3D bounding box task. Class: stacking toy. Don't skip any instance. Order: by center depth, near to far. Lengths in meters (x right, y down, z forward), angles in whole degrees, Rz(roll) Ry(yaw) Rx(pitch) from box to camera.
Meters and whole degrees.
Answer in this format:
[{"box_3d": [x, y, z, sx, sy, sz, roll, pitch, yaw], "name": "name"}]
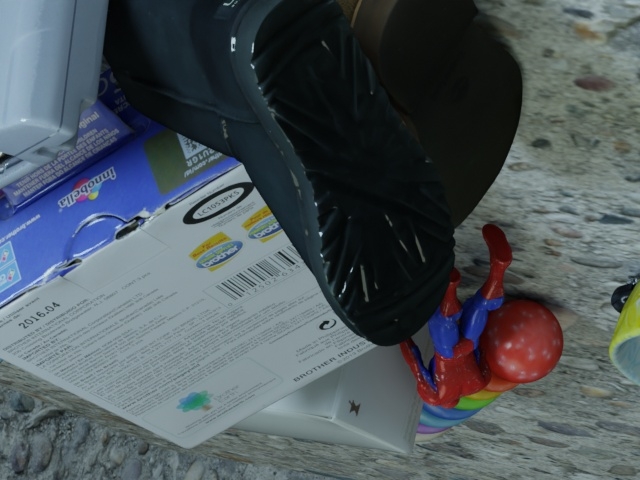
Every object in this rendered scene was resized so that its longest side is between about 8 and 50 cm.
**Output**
[{"box_3d": [0.163, 0.139, 1.594, 0.141, 0.141, 0.330, 20, 159, -14], "name": "stacking toy"}]

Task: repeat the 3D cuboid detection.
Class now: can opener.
[{"box_3d": [0.328, 0.077, 1.345, 0.059, 0.073, 0.186, -4, 166, 30], "name": "can opener"}]

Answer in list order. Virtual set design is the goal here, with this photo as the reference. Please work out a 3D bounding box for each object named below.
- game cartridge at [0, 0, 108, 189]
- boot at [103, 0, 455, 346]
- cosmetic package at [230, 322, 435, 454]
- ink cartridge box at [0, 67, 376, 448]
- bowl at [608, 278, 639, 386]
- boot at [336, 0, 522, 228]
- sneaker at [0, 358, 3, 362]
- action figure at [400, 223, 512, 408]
[{"box_3d": [-0.235, -0.119, 0.931, 0.060, 0.196, 0.294, 23, 152, -35], "name": "game cartridge"}, {"box_3d": [-0.032, -0.066, 0.873, 0.207, 0.094, 0.246, 27, 150, 53], "name": "boot"}, {"box_3d": [-0.060, 0.111, 1.571, 0.365, 0.197, 0.155, 4, 160, 40], "name": "cosmetic package"}, {"box_3d": [-0.116, -0.001, 1.116, 0.270, 0.151, 0.395, -30, 149, 13], "name": "ink cartridge box"}, {"box_3d": [0.363, 0.040, 1.001, 0.289, 0.156, 0.289, 14, 163, 4], "name": "bowl"}, {"box_3d": [0.054, -0.108, 0.943, 0.115, 0.112, 0.305, 29, 168, 28], "name": "boot"}, {"box_3d": [-0.360, 0.089, 1.616, 0.063, 0.073, 0.162, 17, -156, 2], "name": "sneaker"}, {"box_3d": [0.122, 0.064, 1.405, 0.091, 0.139, 0.280, -18, 144, -13], "name": "action figure"}]
